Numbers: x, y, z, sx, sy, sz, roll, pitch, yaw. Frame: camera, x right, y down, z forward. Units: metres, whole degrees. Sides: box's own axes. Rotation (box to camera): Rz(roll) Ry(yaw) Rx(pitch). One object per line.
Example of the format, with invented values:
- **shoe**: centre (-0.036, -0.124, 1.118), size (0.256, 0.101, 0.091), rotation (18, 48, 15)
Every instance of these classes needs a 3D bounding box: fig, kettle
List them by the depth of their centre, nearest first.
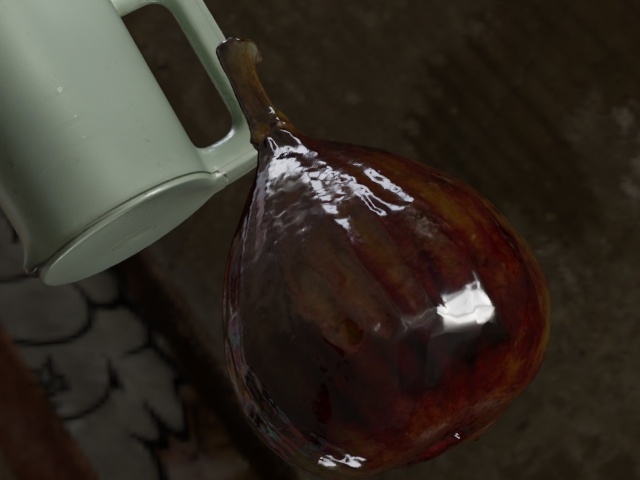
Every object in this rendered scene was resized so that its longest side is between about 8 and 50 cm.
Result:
- **fig**: centre (0.000, 0.000, 1.121), size (0.217, 0.217, 0.321), rotation (-48, -115, 34)
- **kettle**: centre (-0.240, -0.146, 1.679), size (0.205, 0.265, 0.318), rotation (-42, -104, 46)
